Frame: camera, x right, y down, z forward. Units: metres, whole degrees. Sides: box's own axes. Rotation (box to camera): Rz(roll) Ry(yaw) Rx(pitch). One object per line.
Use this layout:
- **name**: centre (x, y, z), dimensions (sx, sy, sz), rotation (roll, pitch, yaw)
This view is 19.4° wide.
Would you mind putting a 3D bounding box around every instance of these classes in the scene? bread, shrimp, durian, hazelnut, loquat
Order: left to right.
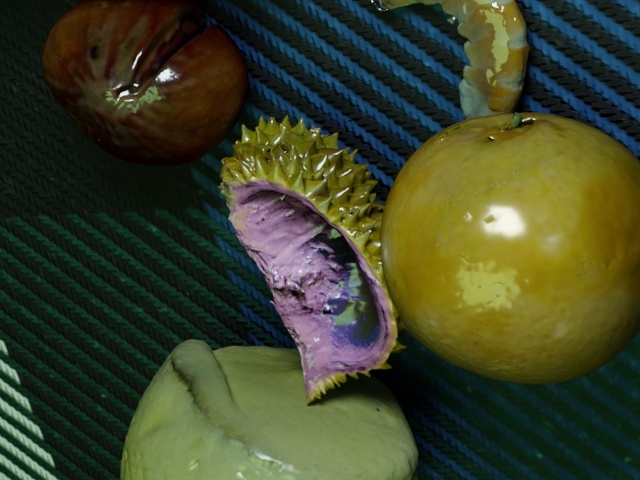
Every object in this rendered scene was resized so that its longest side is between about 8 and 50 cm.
- **hazelnut**: centre (-0.178, -0.158, 1.839), dimensions (0.204, 0.178, 0.178), rotation (35, 131, 6)
- **bread**: centre (-0.057, 0.247, 1.934), dimensions (0.320, 0.320, 0.237), rotation (24, 119, 15)
- **durian**: centre (0.013, -0.008, 1.820), dimensions (0.154, 0.186, 0.260), rotation (-15, 127, 24)
- **shrimp**: centre (0.113, -0.182, 1.732), dimensions (0.166, 0.049, 0.161), rotation (17, 125, 22)
- **loquat**: centre (0.177, 0.008, 1.677), dimensions (0.263, 0.263, 0.263), rotation (15, 127, 22)
